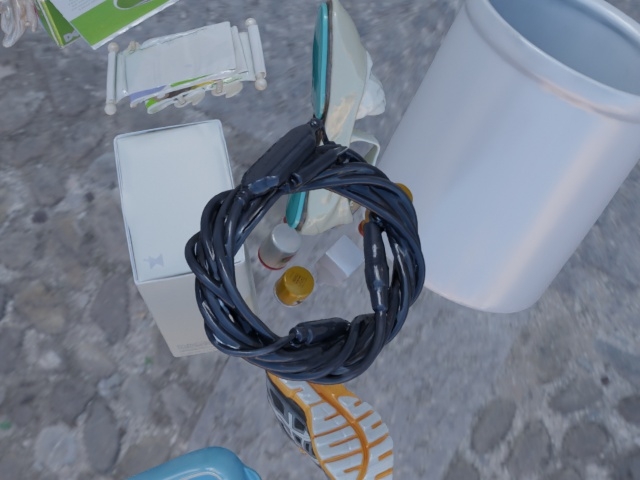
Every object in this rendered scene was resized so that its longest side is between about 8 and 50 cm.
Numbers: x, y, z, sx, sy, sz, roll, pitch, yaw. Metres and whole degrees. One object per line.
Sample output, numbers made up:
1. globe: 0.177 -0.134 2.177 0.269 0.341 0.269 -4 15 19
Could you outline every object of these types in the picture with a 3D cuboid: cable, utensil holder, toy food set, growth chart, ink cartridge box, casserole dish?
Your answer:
1. cable: -0.008 0.019 0.847 0.047 0.184 0.151 -17 116 48
2. utensil holder: 0.273 -0.136 1.848 0.327 0.328 0.385 28 121 0
3. toy food set: 0.000 0.000 1.617 0.111 0.232 0.104 44 146 2
4. growth chart: -0.184 -0.232 1.774 0.237 0.172 0.021 -9 136 11
5. ink cartridge box: -0.215 -0.282 1.416 0.188 0.097 0.255 -33 53 -14
6. casserole dish: -0.142 0.278 1.298 0.188 0.037 0.114 -23 94 11

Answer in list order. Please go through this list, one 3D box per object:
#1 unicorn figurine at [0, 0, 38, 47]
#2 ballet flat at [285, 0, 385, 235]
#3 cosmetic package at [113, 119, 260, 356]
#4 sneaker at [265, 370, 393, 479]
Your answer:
1. unicorn figurine: -0.123 -0.177 0.587 0.060 0.111 0.162 25 112 -39
2. ballet flat: 0.021 -0.115 1.266 0.086 0.086 0.248 13 123 4
3. cosmetic package: -0.134 0.008 1.410 0.113 0.309 0.160 -10 73 -3
4. sneaker: 0.007 0.201 1.395 0.084 0.215 0.083 -13 138 -26
